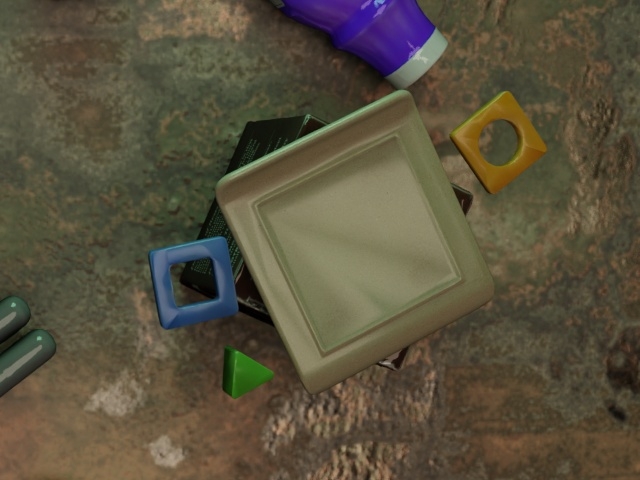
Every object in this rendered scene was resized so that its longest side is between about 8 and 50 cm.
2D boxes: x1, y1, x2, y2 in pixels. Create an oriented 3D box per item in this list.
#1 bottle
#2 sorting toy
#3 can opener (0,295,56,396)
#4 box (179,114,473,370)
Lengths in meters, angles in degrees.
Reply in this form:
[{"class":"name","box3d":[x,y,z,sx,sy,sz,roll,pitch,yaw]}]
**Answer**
[{"class":"bottle","box3d":[-0.002,-0.258,1.535,0.283,0.092,0.118,44,80,-13]},{"class":"sorting toy","box3d":[0.028,0.000,1.364,0.347,0.047,0.196,-27,104,-14]},{"class":"can opener","box3d":[-0.345,0.152,1.421,0.280,0.093,0.074,-38,97,-18]},{"class":"box","box3d":[0.000,0.000,1.484,0.168,0.203,0.167,24,85,-15]}]
